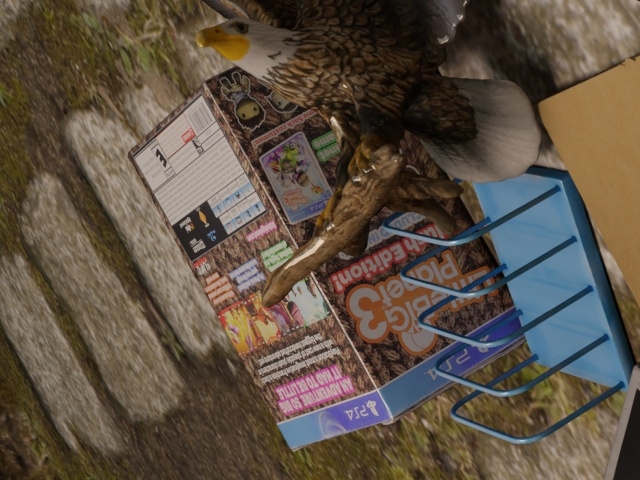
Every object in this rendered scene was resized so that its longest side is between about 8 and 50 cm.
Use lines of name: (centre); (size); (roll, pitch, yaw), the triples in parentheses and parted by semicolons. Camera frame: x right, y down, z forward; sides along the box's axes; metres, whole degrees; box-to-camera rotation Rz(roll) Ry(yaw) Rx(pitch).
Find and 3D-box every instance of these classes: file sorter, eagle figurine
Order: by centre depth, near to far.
eagle figurine: (-0.004, -0.145, 1.340); (0.225, 0.226, 0.298); (46, -156, -62)
file sorter: (0.131, 0.044, 1.422); (0.118, 0.104, 0.170); (16, 131, 60)

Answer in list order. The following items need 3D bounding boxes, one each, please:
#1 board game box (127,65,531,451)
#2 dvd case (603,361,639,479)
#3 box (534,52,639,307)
board game box: (0.000, 0.000, 1.593); (0.291, 0.141, 0.232); (61, 157, 0)
dvd case: (0.273, 0.210, 1.417); (0.179, 0.029, 0.239); (46, 154, 30)
box: (0.224, -0.019, 1.264); (0.201, 0.021, 0.164); (62, 157, -3)
